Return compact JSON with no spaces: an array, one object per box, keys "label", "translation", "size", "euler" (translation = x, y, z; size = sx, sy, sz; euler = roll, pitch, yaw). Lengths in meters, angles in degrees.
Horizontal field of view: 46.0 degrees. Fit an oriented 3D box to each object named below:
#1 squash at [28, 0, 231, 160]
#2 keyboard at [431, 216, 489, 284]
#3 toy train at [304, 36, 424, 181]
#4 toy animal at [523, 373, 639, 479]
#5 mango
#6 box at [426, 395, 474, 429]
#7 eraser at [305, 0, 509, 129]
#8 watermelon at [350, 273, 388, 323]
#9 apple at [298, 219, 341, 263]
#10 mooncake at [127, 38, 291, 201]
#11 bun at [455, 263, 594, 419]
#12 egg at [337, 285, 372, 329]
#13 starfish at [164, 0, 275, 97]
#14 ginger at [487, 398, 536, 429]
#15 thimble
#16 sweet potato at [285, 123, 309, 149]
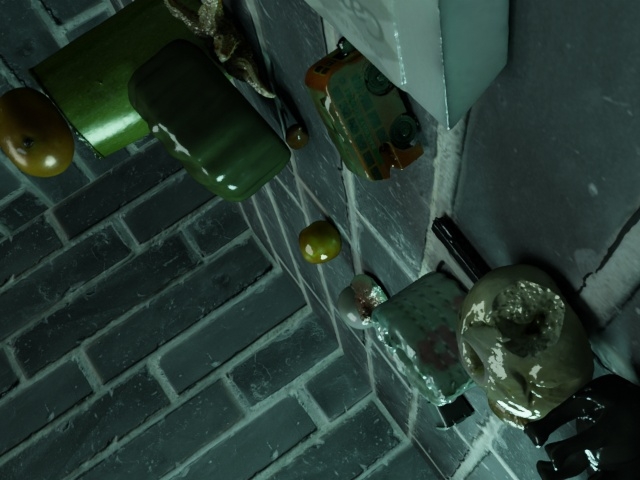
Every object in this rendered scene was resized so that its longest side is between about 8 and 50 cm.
[{"label":"squash","translation":[-0.417,-0.379,1.704],"size":[0.263,0.384,0.263],"euler":[53,173,10]},{"label":"keyboard","translation":[0.233,0.062,1.069],"size":[0.231,0.023,0.072],"euler":[54,178,13]},{"label":"toy train","translation":[0.053,-0.162,0.941],"size":[0.188,0.099,0.072],"euler":[59,171,-31]},{"label":"toy animal","translation":[0.329,0.251,0.865],"size":[0.114,0.146,0.245],"euler":[56,172,41]},{"label":"mango","translation":[-0.638,-0.249,1.666],"size":[0.254,0.139,0.175],"euler":[55,178,34]},{"label":"box","translation":[0.298,0.392,1.754],"size":[0.069,0.084,0.122],"euler":[61,171,11]},{"label":"eraser","translation":[0.015,-0.297,0.701],"size":[0.397,0.082,0.213],"euler":[50,171,29]},{"label":"watermelon","translation":[0.115,0.126,1.791],"size":[0.155,0.080,0.101],"euler":[-111,3,-55]},{"label":"apple","translation":[0.000,0.000,1.824],"size":[0.114,0.099,0.102],"euler":[-66,-46,-71]},{"label":"mooncake","translation":[-0.222,-0.233,1.526],"size":[0.351,0.187,0.351],"euler":[50,-179,-1]},{"label":"bun","translation":[0.236,0.126,0.908],"size":[0.193,0.128,0.178],"euler":[78,166,-56]},{"label":"egg","translation":[0.096,0.166,1.893],"size":[0.135,0.103,0.103],"euler":[45,167,52]},{"label":"starfish","translation":[-0.188,-0.386,1.397],"size":[0.301,0.084,0.293],"euler":[52,177,-29]},{"label":"ginger","translation":[0.303,0.257,1.259],"size":[0.096,0.067,0.165],"euler":[35,-175,-38]},{"label":"thimble","translation":[0.195,0.166,1.243],"size":[0.211,0.149,0.185],"euler":[46,166,47]},{"label":"sweet potato","translation":[-0.044,-0.206,1.462],"size":[0.049,0.049,0.117],"euler":[55,172,-1]}]
